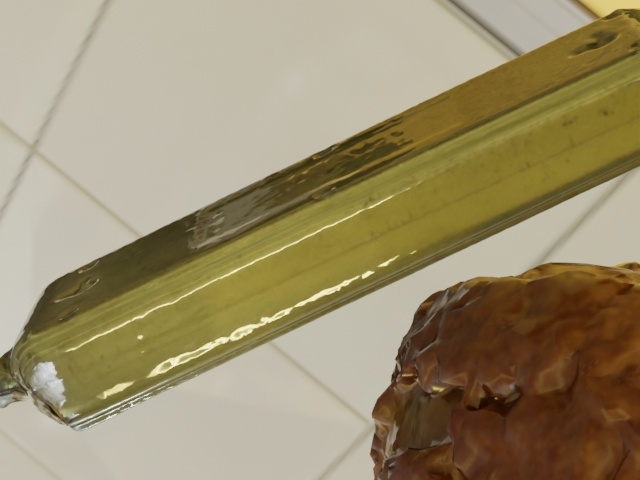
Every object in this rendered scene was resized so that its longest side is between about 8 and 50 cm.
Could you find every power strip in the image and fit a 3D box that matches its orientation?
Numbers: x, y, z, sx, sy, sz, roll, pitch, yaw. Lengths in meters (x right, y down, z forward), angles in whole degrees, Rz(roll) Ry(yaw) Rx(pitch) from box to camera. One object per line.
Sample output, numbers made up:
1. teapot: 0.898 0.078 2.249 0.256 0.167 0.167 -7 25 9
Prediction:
1. power strip: 0.000 0.000 0.658 0.388 0.066 0.092 -24 -163 10

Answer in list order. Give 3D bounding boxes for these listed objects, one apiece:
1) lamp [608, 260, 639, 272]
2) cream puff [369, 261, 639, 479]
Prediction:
1. lamp: 0.193 0.116 1.034 0.274 0.177 0.177 -20 -174 11
2. cream puff: 0.154 0.128 0.408 0.303 0.303 0.212 125 -19 -82
